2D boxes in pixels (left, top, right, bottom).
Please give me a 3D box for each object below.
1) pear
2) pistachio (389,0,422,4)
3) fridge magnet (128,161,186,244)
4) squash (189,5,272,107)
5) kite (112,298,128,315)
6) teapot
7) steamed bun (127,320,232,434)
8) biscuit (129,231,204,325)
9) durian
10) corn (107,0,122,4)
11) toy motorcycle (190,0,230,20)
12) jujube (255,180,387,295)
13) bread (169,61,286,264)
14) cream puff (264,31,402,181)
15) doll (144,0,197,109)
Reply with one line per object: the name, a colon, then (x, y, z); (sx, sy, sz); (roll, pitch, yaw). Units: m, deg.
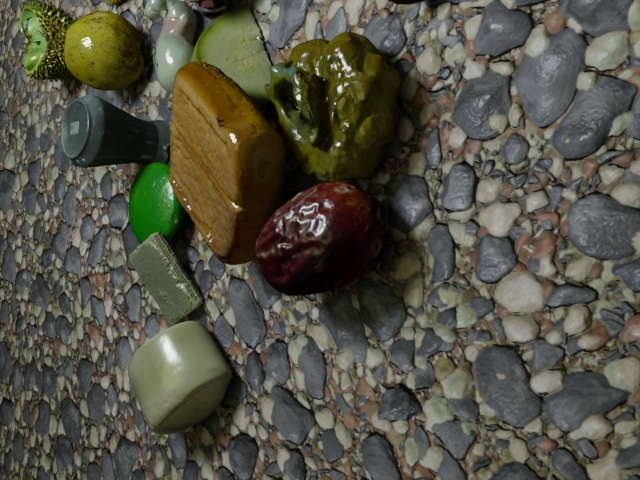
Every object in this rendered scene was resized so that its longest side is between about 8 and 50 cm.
pear: (-0.540, -0.481, 1.690); (0.197, 0.197, 0.197); (-3, 86, 43)
pistachio: (0.162, -0.490, 1.081); (0.165, 0.130, 0.210); (22, 107, 0)
fridge magnet: (-0.392, -0.084, 1.594); (0.208, 0.088, 0.207); (-2, 87, 42)
squash: (-0.215, -0.354, 1.451); (0.155, 0.204, 0.236); (101, 153, -66)
kite: (-0.531, 0.170, 1.771); (0.078, 0.002, 0.044); (39, 114, 37)
teapot: (-0.499, -0.249, 1.611); (0.203, 0.225, 0.170); (9, 92, 44)
steamed bun: (-0.321, 0.309, 1.464); (0.250, 0.155, 0.200); (-51, 56, 32)
biscuit: (-0.363, 0.091, 1.547); (0.121, 0.041, 0.199); (-35, 87, 38)
durian: (-0.774, -0.567, 1.917); (0.200, 0.177, 0.236); (-34, 71, 26)
corn: (-0.546, -0.665, 1.801); (0.092, 0.037, 0.037); (-11, 80, 43)
toy motorcycle: (-0.246, -0.537, 1.436); (0.084, 0.212, 0.118); (2, 109, 6)
jujube: (0.000, 0.000, 1.163); (0.243, 0.183, 0.183); (-26, 70, 27)
bread: (-0.176, -0.157, 1.303); (0.337, 0.148, 0.327); (48, 141, 36)
cream puff: (0.007, -0.236, 1.167); (0.282, 0.185, 0.281); (-3, 86, 40)
doll: (-0.332, -0.445, 1.546); (0.155, 0.113, 0.274); (-23, 76, 63)
